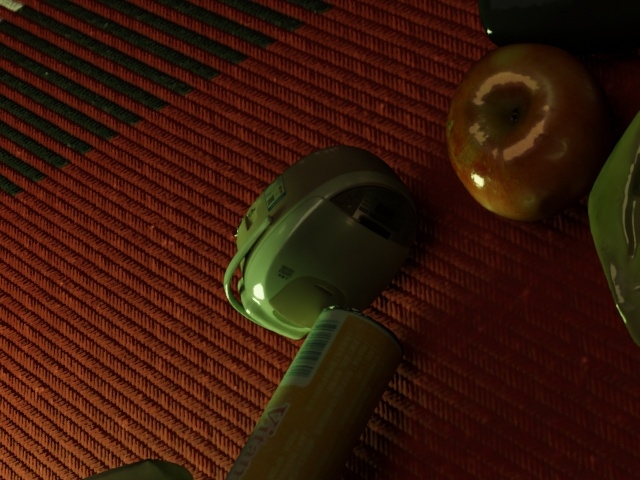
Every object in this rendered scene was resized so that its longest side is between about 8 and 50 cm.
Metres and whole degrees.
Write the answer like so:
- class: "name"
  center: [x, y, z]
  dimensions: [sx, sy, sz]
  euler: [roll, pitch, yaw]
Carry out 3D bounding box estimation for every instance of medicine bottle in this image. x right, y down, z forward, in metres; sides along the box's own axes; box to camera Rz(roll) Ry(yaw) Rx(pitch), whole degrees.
- class: "medicine bottle"
  center: [-0.054, 0.253, 1.584]
  dimensions: [0.108, 0.108, 0.426]
  euler: [4, 54, 43]

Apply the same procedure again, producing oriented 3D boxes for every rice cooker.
- class: "rice cooker"
  center: [0.000, 0.000, 1.718]
  dimensions: [0.206, 0.145, 0.127]
  euler: [-43, 36, 23]

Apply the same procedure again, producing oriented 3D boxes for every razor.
- class: "razor"
  center: [0.303, -0.276, 1.588]
  dimensions: [0.349, 0.113, 0.204]
  euler: [-7, 65, 42]

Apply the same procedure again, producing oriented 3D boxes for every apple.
- class: "apple"
  center: [0.192, -0.097, 1.597]
  dimensions: [0.163, 0.139, 0.163]
  euler: [-9, 69, 26]

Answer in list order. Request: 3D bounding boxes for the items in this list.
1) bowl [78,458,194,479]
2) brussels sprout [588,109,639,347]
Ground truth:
- class: "bowl"
  center: [-0.215, 0.345, 1.679]
  dimensions: [0.277, 0.277, 0.145]
  euler: [-40, 64, 22]
- class: "brussels sprout"
  center: [0.369, -0.039, 1.334]
  dimensions: [0.328, 0.247, 0.328]
  euler: [-24, 50, 32]
